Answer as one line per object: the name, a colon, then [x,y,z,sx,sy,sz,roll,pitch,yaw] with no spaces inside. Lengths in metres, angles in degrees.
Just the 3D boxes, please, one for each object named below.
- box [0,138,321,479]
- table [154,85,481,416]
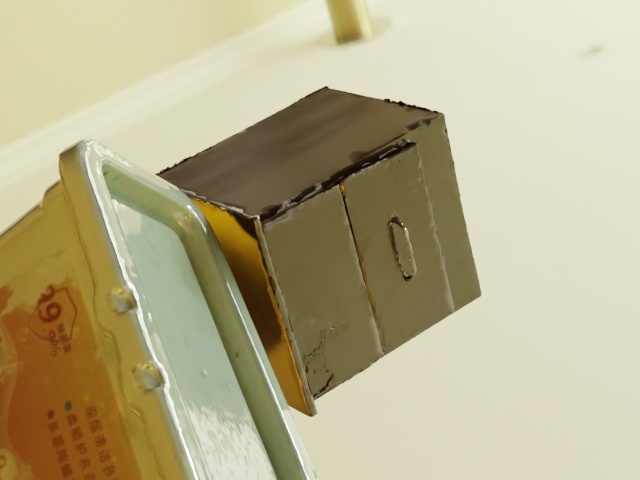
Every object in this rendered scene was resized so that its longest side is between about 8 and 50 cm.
box: [-0.135,0.121,0.861,0.182,0.175,0.312,-32,-117,15]
table: [0.000,0.000,1.072,0.193,0.169,0.172,-29,-151,-28]
